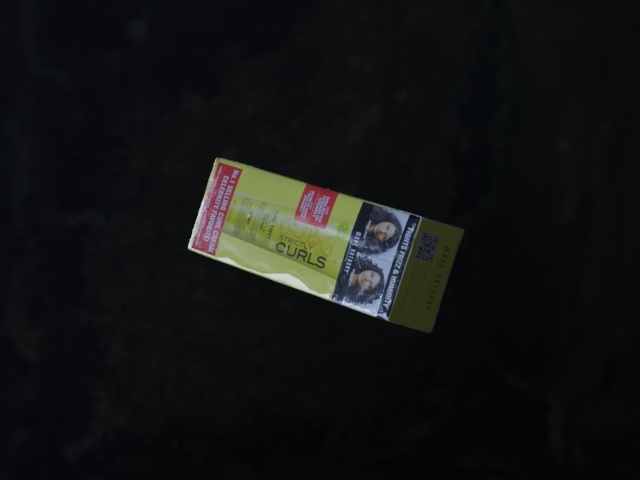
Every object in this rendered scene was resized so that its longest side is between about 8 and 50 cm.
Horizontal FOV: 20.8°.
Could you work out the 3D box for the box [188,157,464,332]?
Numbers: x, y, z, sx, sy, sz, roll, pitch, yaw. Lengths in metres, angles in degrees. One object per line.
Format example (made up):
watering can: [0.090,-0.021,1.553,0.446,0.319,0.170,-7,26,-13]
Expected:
box: [0.000,0.000,1.376,0.058,0.232,0.087,17,-88,-47]
